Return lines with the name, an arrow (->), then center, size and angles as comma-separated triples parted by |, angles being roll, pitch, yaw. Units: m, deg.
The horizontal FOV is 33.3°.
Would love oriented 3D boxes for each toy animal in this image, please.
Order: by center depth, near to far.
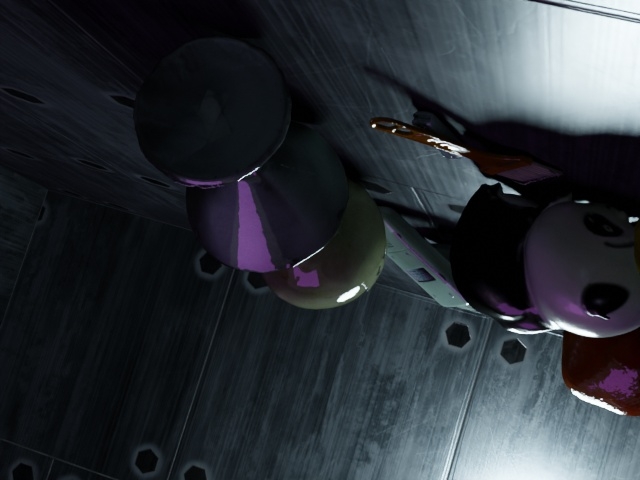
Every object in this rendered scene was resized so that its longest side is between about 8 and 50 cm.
toy animal -> 0.381, 0.043, 1.676 | 0.251, 0.251, 0.310 | 23, 178, -42

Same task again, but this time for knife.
knife -> 0.163, -0.147, 1.499 | 0.044, 0.023, 0.162 | 13, 173, 27

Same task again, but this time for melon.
melon -> 0.000, 0.000, 2.084 | 0.268, 0.269, 0.330 | 17, 161, 1

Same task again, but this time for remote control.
remote control -> 0.209, 0.035, 2.341 | 0.296, 0.056, 0.140 | 43, 159, -13

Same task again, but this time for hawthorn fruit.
hawthorn fruit -> 0.628, 0.212, 2.165 | 0.295, 0.295, 0.311 | 17, 175, -1

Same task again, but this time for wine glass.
wine glass -> -0.112, -0.123, 1.537 | 0.267, 0.267, 0.406 | 16, 168, 11

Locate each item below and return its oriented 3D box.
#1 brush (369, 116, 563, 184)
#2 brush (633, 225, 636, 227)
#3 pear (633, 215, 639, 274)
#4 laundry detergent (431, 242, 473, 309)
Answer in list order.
brush -> 0.196, -0.126, 1.482 | 0.314, 0.017, 0.090 | 14, 165, -31
brush -> 0.509, 0.007, 1.803 | 0.060, 0.050, 0.321 | 22, 172, -7
pear -> 0.493, 0.018, 1.239 | 0.269, 0.212, 0.212 | 10, 175, -13
laundry detergent -> 0.387, 0.084, 2.412 | 0.264, 0.125, 0.398 | 27, 169, -22
